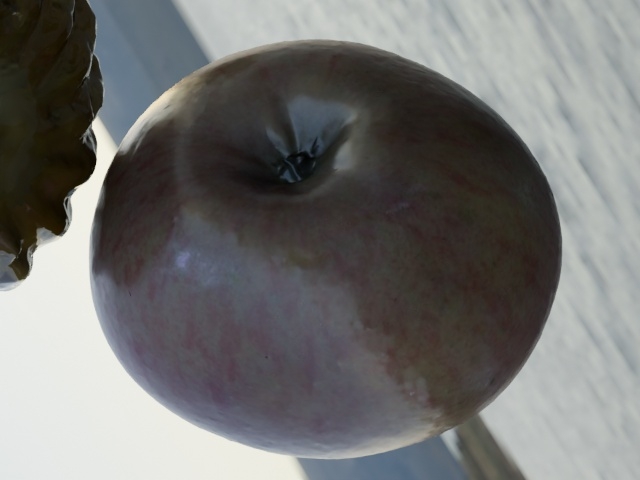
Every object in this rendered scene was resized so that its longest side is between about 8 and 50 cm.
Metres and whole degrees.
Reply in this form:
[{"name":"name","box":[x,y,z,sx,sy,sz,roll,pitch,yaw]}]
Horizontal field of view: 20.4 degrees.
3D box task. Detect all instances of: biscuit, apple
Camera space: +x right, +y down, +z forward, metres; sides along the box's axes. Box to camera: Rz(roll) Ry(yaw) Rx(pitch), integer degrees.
[{"name":"biscuit","box":[-0.265,-0.079,1.185,0.107,0.325,0.325,21,155,37]},{"name":"apple","box":[0.000,0.000,1.293,0.344,0.345,0.269,58,-179,20]}]
